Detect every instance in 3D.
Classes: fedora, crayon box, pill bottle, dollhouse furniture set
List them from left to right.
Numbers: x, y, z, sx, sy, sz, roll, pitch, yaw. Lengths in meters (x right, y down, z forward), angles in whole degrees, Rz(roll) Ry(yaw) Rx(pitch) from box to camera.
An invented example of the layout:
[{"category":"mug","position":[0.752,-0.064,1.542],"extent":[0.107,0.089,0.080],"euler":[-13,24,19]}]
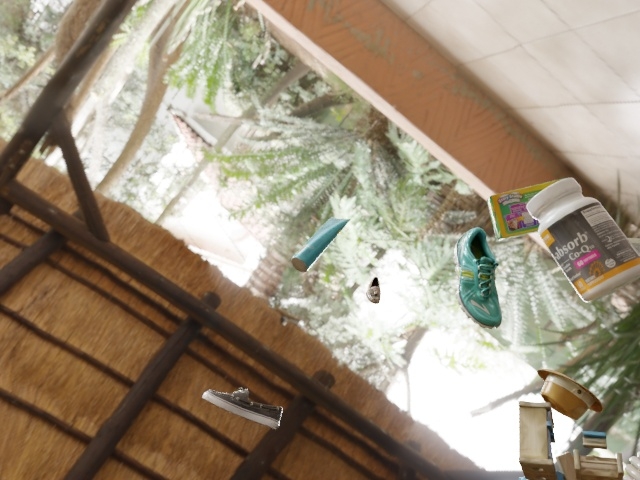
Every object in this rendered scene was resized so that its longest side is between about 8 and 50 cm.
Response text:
[{"category":"crayon box","position":[0.767,-0.111,1.889],"extent":[0.081,0.279,0.165],"euler":[39,-141,-79]},{"category":"fedora","position":[0.695,0.447,1.478],"extent":[0.194,0.079,0.194],"euler":[36,167,10]},{"category":"dollhouse furniture set","position":[0.515,0.425,1.079],"extent":[0.184,0.129,0.129],"euler":[-5,141,25]},{"category":"pill bottle","position":[0.634,-0.004,1.258],"extent":[0.162,0.162,0.278],"euler":[25,-145,-62]}]

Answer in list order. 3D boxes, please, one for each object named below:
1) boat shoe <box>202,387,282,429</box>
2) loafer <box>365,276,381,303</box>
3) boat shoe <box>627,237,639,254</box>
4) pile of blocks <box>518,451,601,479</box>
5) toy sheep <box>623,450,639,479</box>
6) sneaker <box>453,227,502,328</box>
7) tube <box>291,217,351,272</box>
[{"category":"boat shoe","position":[-0.214,0.455,1.461],"extent":[0.229,0.076,0.080],"euler":[21,158,3]},{"category":"loafer","position":[0.162,0.148,1.572],"extent":[0.045,0.039,0.125],"euler":[16,-160,-3]},{"category":"boat shoe","position":[1.038,0.034,1.833],"extent":[0.228,0.081,0.079],"euler":[0,170,-2]},{"category":"pile of blocks","position":[0.535,0.585,1.210],"extent":[0.363,0.112,0.148],"euler":[-4,-114,-21]},{"category":"toy sheep","position":[0.510,0.356,0.785],"extent":[0.091,0.132,0.091],"euler":[36,-178,-1]},{"category":"sneaker","position":[0.409,0.093,1.345],"extent":[0.107,0.110,0.275],"euler":[1,-120,-13]},{"category":"tube","position":[0.000,0.000,1.397],"extent":[0.080,0.207,0.052],"euler":[9,134,39]}]
